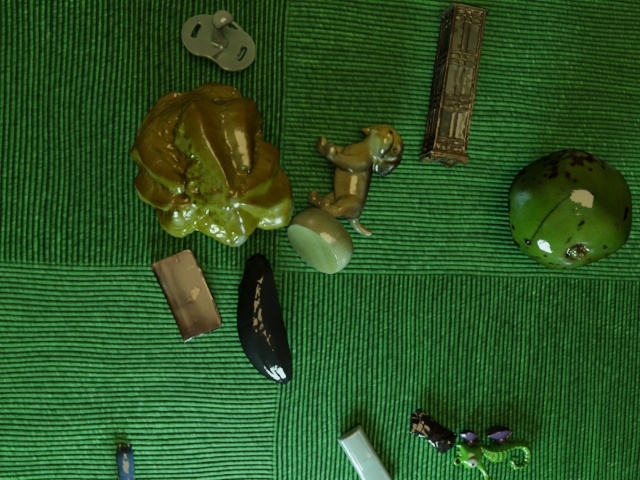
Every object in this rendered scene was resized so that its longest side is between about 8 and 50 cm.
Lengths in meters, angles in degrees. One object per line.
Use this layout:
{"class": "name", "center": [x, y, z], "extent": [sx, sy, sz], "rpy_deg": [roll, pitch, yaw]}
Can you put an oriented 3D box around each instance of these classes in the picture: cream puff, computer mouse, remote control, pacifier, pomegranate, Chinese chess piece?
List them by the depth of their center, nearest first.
{"class": "cream puff", "center": [-0.215, -0.136, 1.019], "extent": [0.274, 0.270, 0.323], "rpy_deg": [-24, 94, -2]}
{"class": "pacifier", "center": [-0.192, -0.408, 1.089], "extent": [0.150, 0.116, 0.127], "rpy_deg": [30, 62, -5]}
{"class": "computer mouse", "center": [-0.124, 0.162, 1.104], "extent": [0.086, 0.137, 0.270], "rpy_deg": [-12, 95, -17]}
{"class": "Chinese chess piece", "center": [0.000, 0.000, 1.114], "extent": [0.144, 0.144, 0.058], "rpy_deg": [46, 62, -7]}
{"class": "pomegranate", "center": [0.507, -0.073, 1.148], "extent": [0.254, 0.254, 0.271], "rpy_deg": [18, 56, -9]}
{"class": "remote control", "center": [0.100, 0.480, 1.202], "extent": [0.061, 0.029, 0.162], "rpy_deg": [-31, 96, -5]}

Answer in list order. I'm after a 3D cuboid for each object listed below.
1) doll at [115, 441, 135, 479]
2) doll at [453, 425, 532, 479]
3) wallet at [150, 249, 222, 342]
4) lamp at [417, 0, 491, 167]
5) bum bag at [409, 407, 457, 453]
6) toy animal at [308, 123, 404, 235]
{"class": "doll", "center": [-0.395, 0.474, 1.132], "extent": [0.037, 0.027, 0.125], "rpy_deg": [-4, 90, -9]}
{"class": "doll", "center": [0.384, 0.473, 1.234], "extent": [0.190, 0.050, 0.115], "rpy_deg": [-4, 89, -10]}
{"class": "wallet", "center": [-0.271, 0.112, 1.137], "extent": [0.095, 0.026, 0.176], "rpy_deg": [-23, 94, -1]}
{"class": "lamp", "center": [0.279, -0.323, 1.171], "extent": [0.090, 0.089, 0.326], "rpy_deg": [7, 90, -9]}
{"class": "bum bag", "center": [0.245, 0.420, 1.218], "extent": [0.124, 0.034, 0.058], "rpy_deg": [37, 77, -8]}
{"class": "toy animal", "center": [0.071, -0.143, 1.138], "extent": [0.168, 0.121, 0.233], "rpy_deg": [20, 92, -19]}
